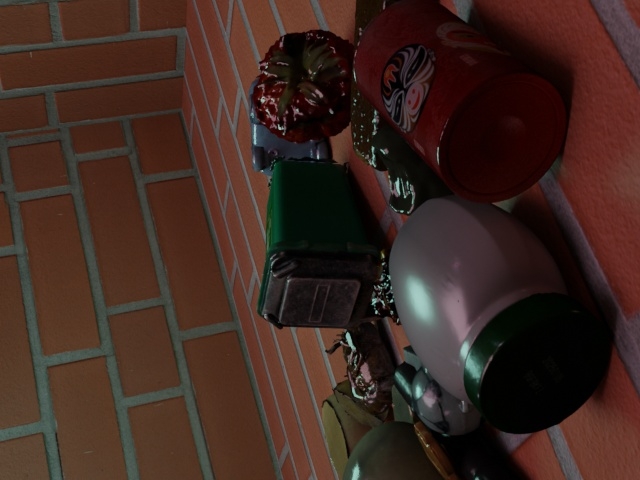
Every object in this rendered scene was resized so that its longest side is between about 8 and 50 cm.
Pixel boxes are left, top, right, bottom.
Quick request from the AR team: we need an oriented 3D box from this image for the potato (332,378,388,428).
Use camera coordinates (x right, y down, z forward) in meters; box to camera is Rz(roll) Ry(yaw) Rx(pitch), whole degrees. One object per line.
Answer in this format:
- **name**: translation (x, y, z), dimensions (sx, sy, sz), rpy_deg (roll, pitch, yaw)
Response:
- **potato**: translation (0.124, 0.405, 2.286), dimensions (0.172, 0.089, 0.101), rpy_deg (25, 145, 37)

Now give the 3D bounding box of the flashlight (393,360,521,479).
- **flashlight**: translation (0.260, 0.364, 1.726), dimensions (0.424, 0.103, 0.103), rpy_deg (-127, 31, -56)

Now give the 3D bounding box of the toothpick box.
- **toothpick box**: translation (0.199, -0.221, 1.390), dimensions (0.333, 0.204, 0.204), rpy_deg (-121, 26, -53)

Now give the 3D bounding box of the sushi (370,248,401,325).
- **sushi**: translation (0.172, 0.089, 1.762), dimensions (0.150, 0.153, 0.172), rpy_deg (-16, 105, 54)

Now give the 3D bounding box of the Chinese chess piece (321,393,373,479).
- **Chinese chess piece**: translation (0.081, 0.522, 2.426), dimensions (0.250, 0.103, 0.250), rpy_deg (169, 90, -74)

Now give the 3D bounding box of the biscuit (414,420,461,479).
- **biscuit**: translation (0.216, 0.401, 1.702), dimensions (0.133, 0.027, 0.184), rpy_deg (56, 176, 17)

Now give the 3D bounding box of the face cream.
- **face cream**: translation (0.246, 0.103, 1.392), dimensions (0.357, 0.219, 0.313), rpy_deg (-126, 30, -55)

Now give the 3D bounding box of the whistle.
- **whistle**: translation (0.235, 0.272, 1.680), dimensions (0.289, 0.163, 0.164), rpy_deg (178, 82, -85)

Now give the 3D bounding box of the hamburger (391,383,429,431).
- **hamburger**: translation (0.200, 0.364, 1.997), dimensions (0.140, 0.062, 0.133), rpy_deg (123, 138, -70)

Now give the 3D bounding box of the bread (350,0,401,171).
- **bread**: translation (0.132, -0.346, 1.708), dimensions (0.165, 0.113, 0.417), rpy_deg (-124, 30, -53)

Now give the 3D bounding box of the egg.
- **egg**: translation (0.167, 0.547, 1.873), dimensions (0.258, 0.258, 0.352), rpy_deg (174, 93, -74)

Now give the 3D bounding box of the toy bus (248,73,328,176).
- **toy bus**: translation (-0.092, -0.318, 2.373), dimensions (0.232, 0.197, 0.294), rpy_deg (-106, 12, -57)

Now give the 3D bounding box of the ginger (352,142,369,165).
- **ginger**: translation (0.100, -0.223, 1.983), dimensions (0.165, 0.067, 0.096), rpy_deg (-101, 10, -56)

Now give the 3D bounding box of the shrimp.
- **shrimp**: translation (0.094, 0.252, 2.197), dimensions (0.145, 0.116, 0.343), rpy_deg (-49, 52, 52)

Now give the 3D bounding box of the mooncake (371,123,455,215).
- **mooncake**: translation (0.166, -0.131, 1.623), dimensions (0.168, 0.175, 0.104), rpy_deg (-53, 25, 7)

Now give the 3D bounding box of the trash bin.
- **trash bin**: translation (0.000, 0.000, 2.138), dimensions (0.259, 0.295, 0.381), rpy_deg (104, 164, -46)

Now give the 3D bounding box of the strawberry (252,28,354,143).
- **strawberry**: translation (-0.010, -0.327, 1.983), dimensions (0.257, 0.261, 0.261), rpy_deg (28, -138, -62)
